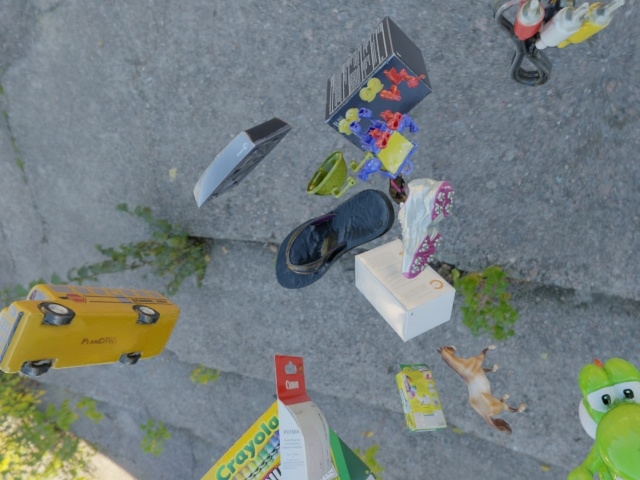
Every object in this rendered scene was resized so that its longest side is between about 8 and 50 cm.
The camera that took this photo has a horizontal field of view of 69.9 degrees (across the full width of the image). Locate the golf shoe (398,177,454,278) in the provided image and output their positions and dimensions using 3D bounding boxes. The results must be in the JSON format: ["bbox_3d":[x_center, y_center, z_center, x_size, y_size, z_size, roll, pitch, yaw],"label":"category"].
[{"bbox_3d":[0.288,-0.039,1.364,0.140,0.115,0.306,27,106,39],"label":"golf shoe"}]

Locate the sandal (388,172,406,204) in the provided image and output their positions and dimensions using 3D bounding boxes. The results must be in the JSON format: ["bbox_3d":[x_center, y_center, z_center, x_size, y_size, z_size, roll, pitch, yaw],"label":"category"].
[{"bbox_3d":[0.293,-0.218,1.743,0.040,0.067,0.179,133,135,-62],"label":"sandal"}]

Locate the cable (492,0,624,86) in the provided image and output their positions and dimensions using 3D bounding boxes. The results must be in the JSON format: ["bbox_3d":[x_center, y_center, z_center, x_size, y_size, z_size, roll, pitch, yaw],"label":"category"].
[{"bbox_3d":[0.308,-0.281,0.675,0.140,0.287,0.072,6,84,9],"label":"cable"}]

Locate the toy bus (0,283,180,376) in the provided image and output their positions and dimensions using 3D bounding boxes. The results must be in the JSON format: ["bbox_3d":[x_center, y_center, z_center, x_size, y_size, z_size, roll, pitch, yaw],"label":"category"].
[{"bbox_3d":[-0.409,0.151,0.830,0.130,0.333,0.108,29,95,28],"label":"toy bus"}]

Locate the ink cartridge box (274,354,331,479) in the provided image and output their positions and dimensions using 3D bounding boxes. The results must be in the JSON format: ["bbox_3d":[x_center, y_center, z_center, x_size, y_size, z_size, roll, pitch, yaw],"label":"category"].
[{"bbox_3d":[-0.031,0.346,0.906,0.066,0.189,0.232,-5,74,14],"label":"ink cartridge box"}]

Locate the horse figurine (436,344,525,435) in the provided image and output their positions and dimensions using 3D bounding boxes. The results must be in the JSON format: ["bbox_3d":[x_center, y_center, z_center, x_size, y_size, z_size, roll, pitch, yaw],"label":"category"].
[{"bbox_3d":[0.439,0.390,1.225,0.066,0.175,0.263,-51,49,50],"label":"horse figurine"}]

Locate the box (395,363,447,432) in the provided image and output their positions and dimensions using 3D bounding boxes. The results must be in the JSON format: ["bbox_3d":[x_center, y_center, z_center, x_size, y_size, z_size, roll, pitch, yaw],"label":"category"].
[{"bbox_3d":[0.272,0.431,1.268,0.043,0.105,0.179,126,143,-49],"label":"box"}]

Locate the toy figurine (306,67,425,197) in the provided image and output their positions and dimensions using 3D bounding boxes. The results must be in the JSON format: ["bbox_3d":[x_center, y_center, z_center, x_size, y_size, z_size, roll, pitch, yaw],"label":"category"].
[{"bbox_3d":[0.158,-0.203,1.113,0.362,0.217,0.191,-57,36,-4],"label":"toy figurine"}]

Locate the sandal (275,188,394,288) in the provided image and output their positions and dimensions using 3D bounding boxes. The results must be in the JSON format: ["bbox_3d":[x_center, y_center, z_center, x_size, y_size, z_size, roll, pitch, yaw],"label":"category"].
[{"bbox_3d":[0.000,-0.003,1.274,0.446,0.107,0.167,-37,71,34],"label":"sandal"}]

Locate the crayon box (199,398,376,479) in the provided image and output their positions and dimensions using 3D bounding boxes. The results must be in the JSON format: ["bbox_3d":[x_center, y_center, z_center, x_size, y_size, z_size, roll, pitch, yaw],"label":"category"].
[{"bbox_3d":[-0.096,0.625,1.174,0.313,0.363,0.106,35,159,33],"label":"crayon box"}]

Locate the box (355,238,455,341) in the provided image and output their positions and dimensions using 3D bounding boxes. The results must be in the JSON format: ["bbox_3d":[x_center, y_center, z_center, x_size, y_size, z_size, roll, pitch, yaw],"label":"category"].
[{"bbox_3d":[0.311,0.179,1.756,0.345,0.215,0.168,49,152,45],"label":"box"}]

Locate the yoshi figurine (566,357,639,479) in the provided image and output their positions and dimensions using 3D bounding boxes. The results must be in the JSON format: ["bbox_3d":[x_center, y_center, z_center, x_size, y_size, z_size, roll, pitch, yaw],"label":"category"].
[{"bbox_3d":[0.500,0.353,0.709,0.362,0.204,0.203,57,166,-20],"label":"yoshi figurine"}]

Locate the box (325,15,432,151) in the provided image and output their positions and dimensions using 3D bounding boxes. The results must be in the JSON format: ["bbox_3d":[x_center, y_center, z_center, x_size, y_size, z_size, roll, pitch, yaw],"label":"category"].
[{"bbox_3d":[0.178,-0.498,1.471,0.183,0.296,0.294,31,129,-26],"label":"box"}]

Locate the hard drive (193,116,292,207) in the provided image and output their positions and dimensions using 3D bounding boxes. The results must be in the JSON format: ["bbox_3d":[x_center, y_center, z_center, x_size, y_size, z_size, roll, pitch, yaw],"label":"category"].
[{"bbox_3d":[-0.190,-0.184,1.068,0.054,0.172,0.255,51,131,-4],"label":"hard drive"}]
